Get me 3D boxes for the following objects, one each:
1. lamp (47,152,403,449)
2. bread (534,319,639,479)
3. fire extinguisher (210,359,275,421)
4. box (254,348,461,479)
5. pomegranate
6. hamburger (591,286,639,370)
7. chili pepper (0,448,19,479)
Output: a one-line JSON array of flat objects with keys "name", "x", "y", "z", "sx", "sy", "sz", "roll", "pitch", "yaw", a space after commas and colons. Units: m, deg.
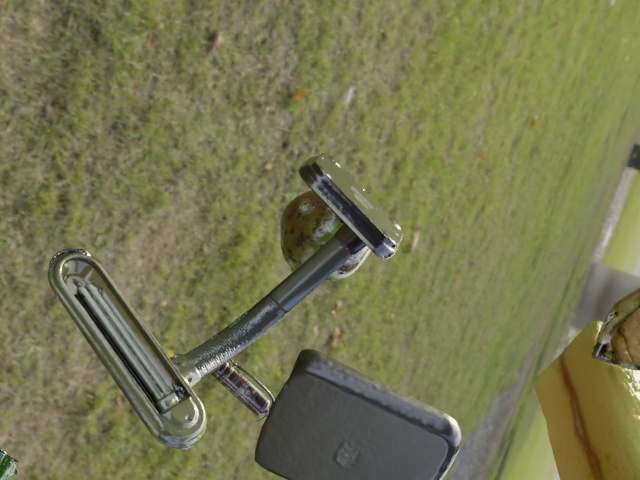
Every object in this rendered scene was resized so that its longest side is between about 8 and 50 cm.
[{"name": "lamp", "x": -0.084, "y": 0.016, "z": 0.742, "sx": 0.283, "sy": 0.203, "sz": 0.124, "roll": -42, "pitch": -179, "yaw": -4}, {"name": "bread", "x": 0.364, "y": 0.254, "z": 1.097, "sx": 0.264, "sy": 0.163, "sz": 0.167, "roll": -41, "pitch": 164, "yaw": -52}, {"name": "fire extinguisher", "x": -0.147, "y": 0.301, "z": 1.635, "sx": 0.064, "sy": 0.158, "sz": 0.043, "roll": -46, "pitch": -167, "yaw": -3}, {"name": "box", "x": 0.024, "y": 0.139, "z": 0.567, "sx": 0.027, "sy": 0.125, "sz": 0.126, "roll": -61, "pitch": 175, "yaw": -49}, {"name": "pomegranate", "x": 0.000, "y": 0.000, "z": 1.373, "sx": 0.159, "sy": 0.159, "sz": 0.205, "roll": -56, "pitch": 180, "yaw": -31}, {"name": "hamburger", "x": 0.460, "y": 0.113, "z": 1.035, "sx": 0.135, "sy": 0.208, "sz": 0.155, "roll": 24, "pitch": 69, "yaw": -52}, {"name": "chili pepper", "x": -0.535, "y": 0.406, "z": 1.189, "sx": 0.059, "sy": 0.088, "sz": 0.226, "roll": 91, "pitch": 17, "yaw": -46}]
